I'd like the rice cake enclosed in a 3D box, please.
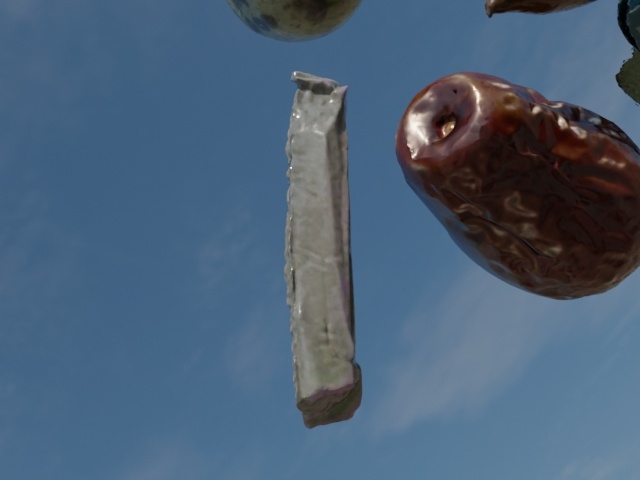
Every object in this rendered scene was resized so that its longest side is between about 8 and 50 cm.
[{"bbox_3d":[0.000,0.000,0.689,0.055,0.270,0.049,-3,-20,-2],"label":"rice cake"}]

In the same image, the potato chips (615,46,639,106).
[{"bbox_3d":[0.392,-0.175,0.975,0.167,0.059,0.228,-5,-46,-10],"label":"potato chips"}]

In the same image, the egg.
[{"bbox_3d":[-0.029,-0.259,0.893,0.141,0.181,0.141,-4,-80,-23],"label":"egg"}]

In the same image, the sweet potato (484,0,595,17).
[{"bbox_3d":[0.240,-0.234,0.795,0.264,0.057,0.057,-26,-39,-25],"label":"sweet potato"}]

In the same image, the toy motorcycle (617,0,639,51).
[{"bbox_3d":[0.286,-0.171,0.582,0.154,0.206,0.260,-58,-22,-15],"label":"toy motorcycle"}]

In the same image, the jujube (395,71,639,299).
[{"bbox_3d":[0.178,-0.052,0.816,0.255,0.190,0.190,31,-76,-40],"label":"jujube"}]
